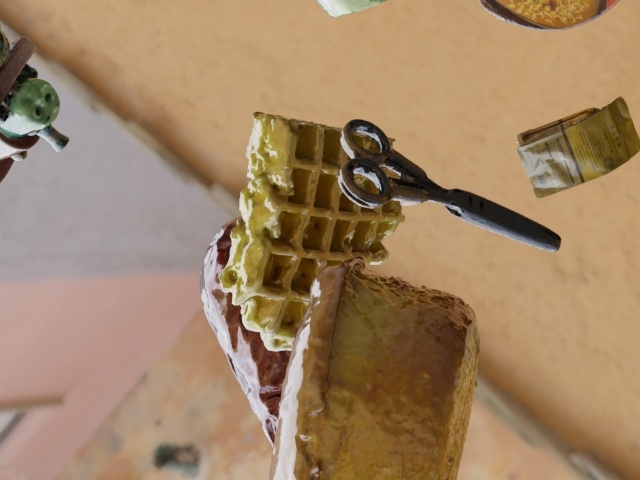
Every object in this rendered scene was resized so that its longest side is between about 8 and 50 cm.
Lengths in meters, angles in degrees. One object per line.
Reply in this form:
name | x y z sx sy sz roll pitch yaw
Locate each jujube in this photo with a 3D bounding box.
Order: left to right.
jujube | -0.024 0.126 2.056 0.216 0.216 0.342 8 -118 -52

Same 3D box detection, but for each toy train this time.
toy train | -0.437 -0.167 2.088 0.221 0.304 0.150 43 -124 -24

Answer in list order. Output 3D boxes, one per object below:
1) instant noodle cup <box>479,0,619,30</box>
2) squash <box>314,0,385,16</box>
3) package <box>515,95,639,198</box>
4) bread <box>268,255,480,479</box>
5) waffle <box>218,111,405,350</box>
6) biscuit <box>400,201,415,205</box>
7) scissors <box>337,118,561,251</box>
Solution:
instant noodle cup | 0.268 -0.328 1.798 0.213 0.213 0.174 47 -154 13
squash | 0.036 -0.312 1.805 0.170 0.170 0.123 -66 -45 -65
package | 0.283 -0.101 1.868 0.047 0.131 0.071 -85 -26 -72
bread | 0.038 0.147 1.298 0.146 0.268 0.268 9 -157 8
waffle | -0.001 0.000 1.609 0.057 0.219 0.229 16 -175 35
biscuit | 0.018 -0.057 2.328 0.144 0.224 0.033 55 -158 -65
scissors | 0.111 -0.034 1.433 0.220 0.017 0.088 21 -135 -21
